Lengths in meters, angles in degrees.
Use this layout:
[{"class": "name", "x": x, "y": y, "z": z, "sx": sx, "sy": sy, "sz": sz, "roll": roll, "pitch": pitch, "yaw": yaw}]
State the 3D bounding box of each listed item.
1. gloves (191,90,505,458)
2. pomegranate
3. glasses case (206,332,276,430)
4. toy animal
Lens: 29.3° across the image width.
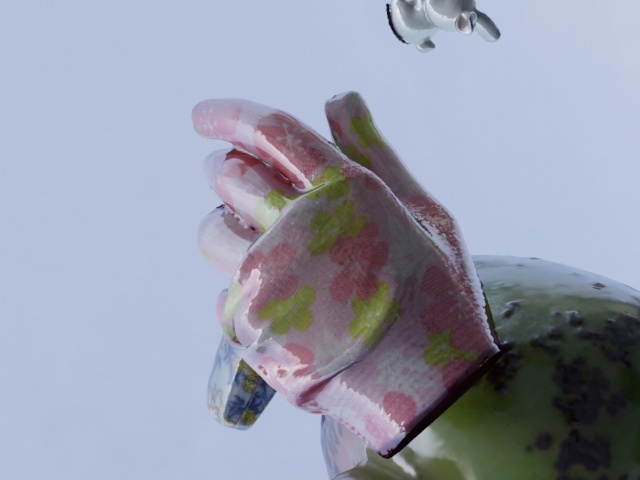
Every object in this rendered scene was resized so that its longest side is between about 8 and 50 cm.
[{"class": "gloves", "x": -0.004, "y": 0.000, "z": 0.701, "sx": 0.241, "sy": 0.145, "sz": 0.126, "roll": 47, "pitch": -166, "yaw": 15}, {"class": "pomegranate", "x": 0.091, "y": 0.161, "z": 0.796, "sx": 0.340, "sy": 0.285, "sz": 0.285, "roll": -26, "pitch": -99, "yaw": -36}, {"class": "glasses case", "x": -0.035, "y": 0.050, "z": 1.084, "sx": 0.065, "sy": 0.087, "sz": 0.248, "roll": 20, "pitch": -76, "yaw": -24}, {"class": "toy animal", "x": 0.143, "y": -0.269, "z": 1.443, "sx": 0.071, "sy": 0.124, "sz": 0.085, "roll": 0, "pitch": -96, "yaw": -48}]
